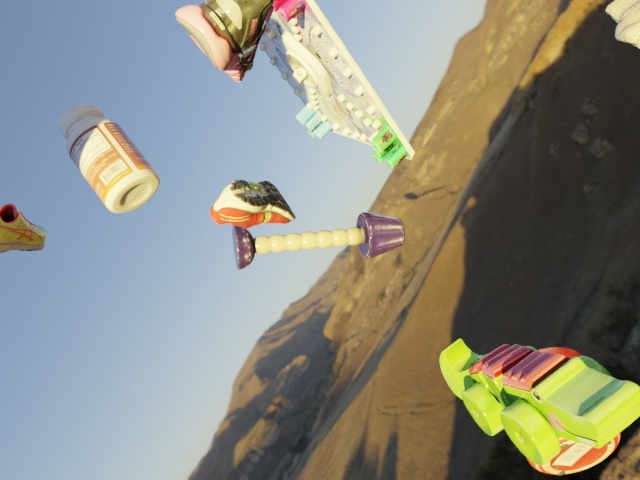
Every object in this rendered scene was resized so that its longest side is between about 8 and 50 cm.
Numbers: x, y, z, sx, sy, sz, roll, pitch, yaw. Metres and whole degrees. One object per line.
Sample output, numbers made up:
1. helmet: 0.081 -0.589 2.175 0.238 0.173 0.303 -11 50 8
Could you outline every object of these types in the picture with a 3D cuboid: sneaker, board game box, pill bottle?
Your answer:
1. sneaker: -0.163 -0.074 1.375 0.118 0.107 0.279 -40 -21 20
2. sneaker: -0.632 -0.029 1.202 0.208 0.081 0.094 -36 -42 -85
3. board game box: -0.035 -0.314 1.072 0.050 0.390 0.390 -44 31 -5
4. pill bottle: -0.434 -0.171 1.182 0.121 0.216 0.121 -37 -13 -10
5. sneaker: -0.048 -0.131 0.349 0.057 0.047 0.119 -43 15 6

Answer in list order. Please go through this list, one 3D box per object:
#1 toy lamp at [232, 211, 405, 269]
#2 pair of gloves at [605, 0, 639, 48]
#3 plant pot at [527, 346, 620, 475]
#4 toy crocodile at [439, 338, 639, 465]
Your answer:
1. toy lamp: 0.000 0.000 0.934 0.080 0.274 0.080 173 90 -78
2. pair of gloves: 0.549 -0.384 0.857 0.240 0.042 0.204 -32 30 34
3. plant pot: 0.443 0.322 1.080 0.174 0.191 0.191 -104 34 -48
4. toy crocodile: 0.238 0.169 0.678 0.115 0.105 0.340 -32 -2 -8
